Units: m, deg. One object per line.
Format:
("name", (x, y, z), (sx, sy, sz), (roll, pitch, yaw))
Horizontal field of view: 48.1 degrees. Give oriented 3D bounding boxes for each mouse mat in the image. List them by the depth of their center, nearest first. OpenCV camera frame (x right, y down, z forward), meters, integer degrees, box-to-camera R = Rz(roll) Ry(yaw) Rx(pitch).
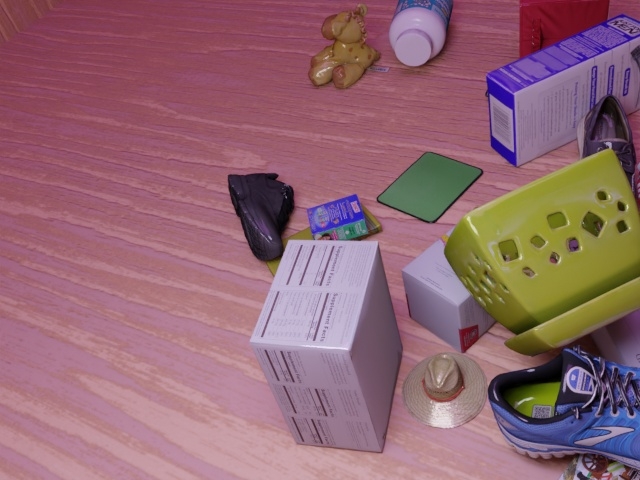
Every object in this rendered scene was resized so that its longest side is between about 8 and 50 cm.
("mouse mat", (0.228, -0.115, 1.501), (0.153, 0.007, 0.190), (26, 58, 37))

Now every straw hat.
("straw hat", (0.191, 0.215, 1.125), (0.145, 0.061, 0.144), (-8, 43, 8))

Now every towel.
("towel", (0.000, 0.000, 1.444), (0.237, 0.021, 0.102), (-26, 38, -9))

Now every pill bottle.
("pill bottle", (0.259, -0.561, 1.858), (0.146, 0.146, 0.264), (1, 46, 18))

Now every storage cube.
("storage cube", (0.568, -0.522, 1.694), (0.193, 0.183, 0.215), (0, 44, 15))

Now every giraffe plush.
("giraffe plush", (0.062, -0.509, 1.845), (0.210, 0.170, 0.181), (-3, 44, 15))

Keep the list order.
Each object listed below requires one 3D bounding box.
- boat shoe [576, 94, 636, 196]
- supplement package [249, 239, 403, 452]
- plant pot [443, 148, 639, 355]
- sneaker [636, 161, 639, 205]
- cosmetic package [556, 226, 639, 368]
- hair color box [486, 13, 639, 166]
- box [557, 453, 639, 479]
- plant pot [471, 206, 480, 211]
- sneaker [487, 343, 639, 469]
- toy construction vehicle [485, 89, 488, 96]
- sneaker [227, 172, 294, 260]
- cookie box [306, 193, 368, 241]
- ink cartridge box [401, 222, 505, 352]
("boat shoe", (0.546, -0.161, 1.365), (0.103, 0.092, 0.285), (7, 54, 6))
("supplement package", (0.023, 0.159, 1.086), (0.145, 0.261, 0.204), (1, 45, 18))
("plant pot", (0.328, 0.036, 1.009), (0.227, 0.228, 0.207), (-25, 77, -3))
("sneaker", (0.679, -0.071, 1.283), (0.221, 0.087, 0.128), (8, 69, 18))
("cosmetic package", (0.563, 0.111, 1.091), (0.285, 0.097, 0.377), (-13, 43, 3))
("hair color box", (0.516, -0.311, 1.485), (0.339, 0.185, 0.110), (-24, 43, -9))
("box", (0.357, 0.379, 0.912), (0.159, 0.044, 0.233), (27, 58, 37))
("plant pot", (0.306, -0.016, 1.316), (0.081, 0.083, 0.081), (4, 46, 21))
("sneaker", (0.366, 0.212, 0.910), (0.330, 0.147, 0.129), (-11, 49, 32))
("toy construction vehicle", (0.438, -0.358, 1.677), (0.086, 0.035, 0.098), (-1, 41, 32))
("sneaker", (-0.109, -0.067, 1.480), (0.130, 0.109, 0.286), (-14, 39, -10))
("cookie box", (0.033, -0.039, 1.425), (0.107, 0.040, 0.091), (-17, 38, 4))
("ink cartridge box", (0.247, 0.068, 1.212), (0.176, 0.128, 0.127), (-36, 46, -22))
